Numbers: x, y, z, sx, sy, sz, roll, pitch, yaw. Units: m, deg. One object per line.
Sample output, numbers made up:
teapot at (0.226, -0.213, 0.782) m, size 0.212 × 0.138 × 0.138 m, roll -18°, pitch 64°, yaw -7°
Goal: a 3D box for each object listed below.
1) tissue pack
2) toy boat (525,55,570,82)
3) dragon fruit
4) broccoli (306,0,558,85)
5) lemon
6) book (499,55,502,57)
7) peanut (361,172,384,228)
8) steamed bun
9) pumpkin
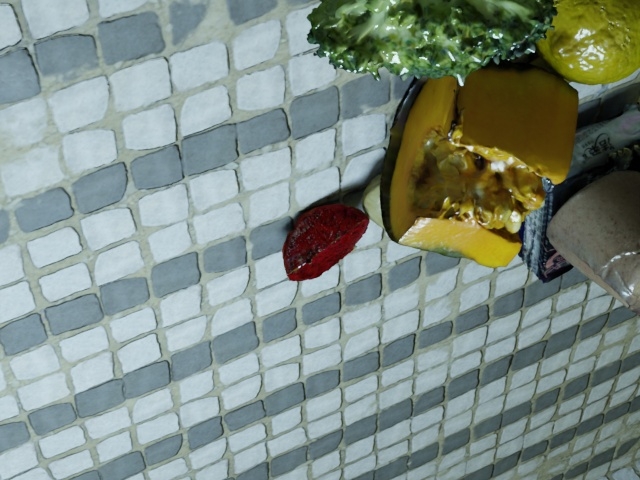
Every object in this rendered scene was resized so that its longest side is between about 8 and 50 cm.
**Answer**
tissue pack at (0.474, -0.088, 2.221) m, size 0.245 × 0.123 × 0.332 m, roll -28°, pitch 148°, yaw -12°
toy boat at (0.370, -0.268, 1.967) m, size 0.206 × 0.064 × 0.072 m, roll -28°, pitch 164°, yaw -2°
dragon fruit at (0.000, 0.000, 2.002) m, size 0.162 × 0.083 × 0.106 m, roll -41°, pitch 158°, yaw -3°
broccoli at (0.087, -0.362, 1.482) m, size 0.397 × 0.275 × 0.353 m, roll 24°, pitch 114°, yaw -21°
lemon at (0.404, -0.324, 1.795) m, size 0.231 × 0.192 × 0.192 m, roll -40°, pitch 157°, yaw -40°
book at (0.275, -0.316, 1.866) m, size 0.135 × 0.017 × 0.103 m, roll -34°, pitch 145°, yaw 3°
peanut at (0.178, -0.061, 2.035) m, size 0.274 × 0.111 × 0.125 m, roll 6°, pitch 141°, yaw -38°
steamed bun at (0.546, 0.005, 2.087) m, size 0.199 × 0.251 × 0.301 m, roll -53°, pitch 148°, yaw 12°
pumpkin at (0.225, -0.124, 1.829) m, size 0.225 × 0.256 × 0.303 m, roll 18°, pitch 128°, yaw -17°
